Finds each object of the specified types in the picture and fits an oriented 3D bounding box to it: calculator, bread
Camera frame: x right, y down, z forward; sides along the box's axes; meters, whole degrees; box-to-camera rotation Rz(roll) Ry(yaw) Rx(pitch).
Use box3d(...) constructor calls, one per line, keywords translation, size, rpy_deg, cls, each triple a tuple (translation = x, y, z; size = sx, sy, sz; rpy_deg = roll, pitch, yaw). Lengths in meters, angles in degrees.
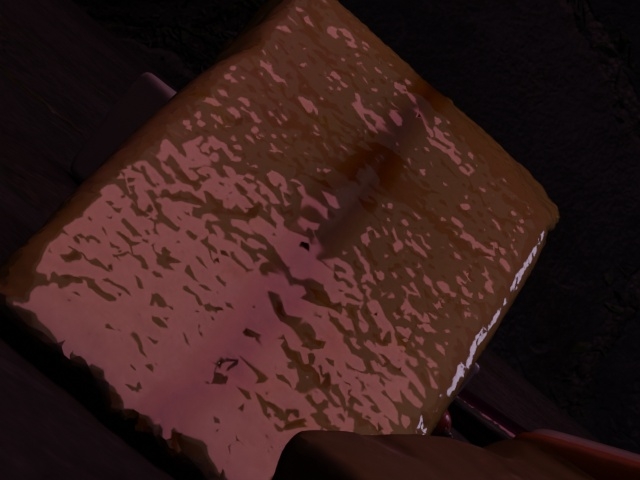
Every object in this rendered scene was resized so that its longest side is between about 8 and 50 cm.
box3d(translation=(0.154, 0.161, 1.488), size=(0.190, 0.034, 0.126), rpy_deg=(39, 5, 16), cls="calculator")
box3d(translation=(-0.001, 0.001, 0.735), size=(0.168, 0.163, 0.264), rpy_deg=(40, 3, -3), cls="bread")

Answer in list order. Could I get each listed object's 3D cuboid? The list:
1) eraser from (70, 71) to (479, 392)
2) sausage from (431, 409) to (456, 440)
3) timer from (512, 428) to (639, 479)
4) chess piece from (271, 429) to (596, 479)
box3d(translation=(-0.035, 0.009, 1.012), size=(0.078, 0.076, 0.298), rpy_deg=(37, 4, -37), cls="eraser")
box3d(translation=(0.000, 0.053, 1.214), size=(0.253, 0.034, 0.034), rpy_deg=(42, 4, 32), cls="sausage")
box3d(translation=(0.205, 0.178, 0.744), size=(0.250, 0.161, 0.257), rpy_deg=(33, -2, 41), cls="timer")
box3d(translation=(0.114, 0.145, 0.552), size=(0.301, 0.137, 0.137), rpy_deg=(36, 1, 31), cls="chess piece")
